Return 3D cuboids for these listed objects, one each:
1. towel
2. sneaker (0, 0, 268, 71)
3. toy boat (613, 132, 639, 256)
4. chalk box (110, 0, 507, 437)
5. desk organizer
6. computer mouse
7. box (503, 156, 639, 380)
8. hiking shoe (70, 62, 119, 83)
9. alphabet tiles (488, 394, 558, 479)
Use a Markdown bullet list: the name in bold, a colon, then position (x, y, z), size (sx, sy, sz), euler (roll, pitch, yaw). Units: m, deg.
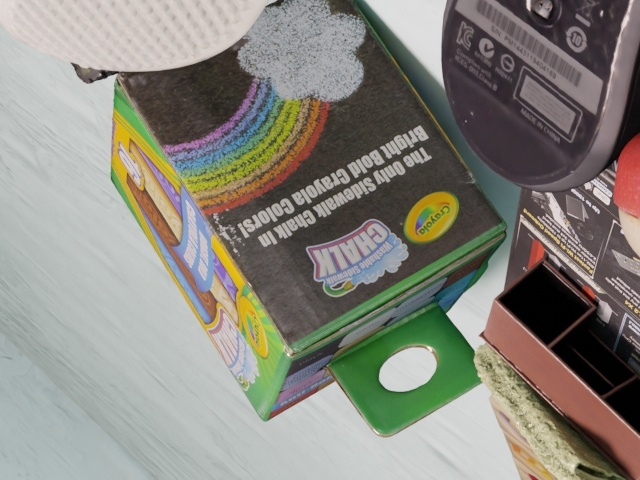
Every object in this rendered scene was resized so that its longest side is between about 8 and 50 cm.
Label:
- **towel**: position (0.157, 0.122, 0.931), size (0.110, 0.027, 0.148), euler (28, -164, -34)
- **sneaker**: position (-0.066, -0.217, 0.866), size (0.135, 0.150, 0.366), euler (27, 149, -28)
- **toy boat**: position (0.229, -0.053, 0.610), size (0.231, 0.151, 0.151), euler (19, 119, 56)
- **chalk box**: position (0.000, 0.000, 1.052), size (0.289, 0.180, 0.179), euler (58, 163, 12)
- **desk organizer**: position (0.156, 0.075, 0.876), size (0.130, 0.047, 0.050), euler (44, 158, 20)
- **computer mouse**: position (0.140, -0.136, 0.705), size (0.188, 0.072, 0.272), euler (45, 141, 24)
- **box**: position (0.243, 0.067, 0.855), size (0.307, 0.076, 0.242), euler (43, 160, 23)
- **hiking shoe**: position (-0.176, -0.211, 1.305), size (0.227, 0.086, 0.114), euler (-20, 95, 64)
- **alphabet tiles**: position (0.270, 0.254, 1.170), size (0.342, 0.011, 0.285), euler (38, 166, 33)
